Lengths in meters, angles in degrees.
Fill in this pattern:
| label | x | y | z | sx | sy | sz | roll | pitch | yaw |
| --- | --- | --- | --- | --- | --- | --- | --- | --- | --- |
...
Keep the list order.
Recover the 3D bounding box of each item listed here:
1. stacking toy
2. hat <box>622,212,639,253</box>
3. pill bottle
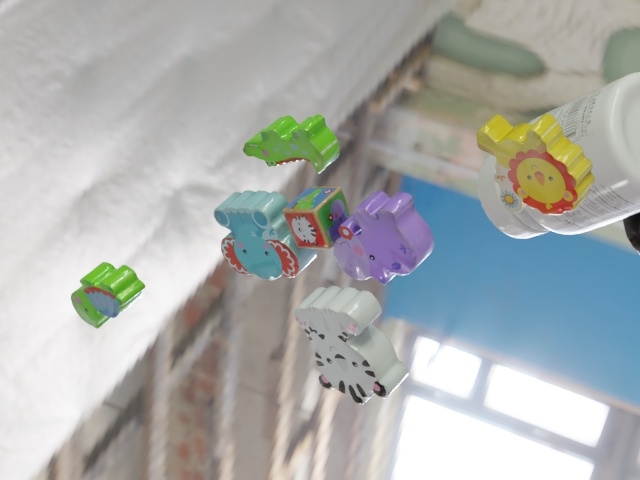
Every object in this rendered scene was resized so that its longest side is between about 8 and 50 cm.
| label | x | y | z | sx | sy | sz | roll | pitch | yaw |
| --- | --- | --- | --- | --- | --- | --- | --- | --- | --- |
| stacking toy | 0.000 | 0.000 | 0.787 | 0.167 | 0.221 | 0.052 | -42 | -59 | -36 |
| hat | 0.409 | -0.043 | 1.734 | 0.134 | 0.331 | 0.331 | -28 | -34 | -21 |
| pill bottle | 0.270 | -0.077 | 1.639 | 0.229 | 0.131 | 0.131 | -24 | 32 | 55 |
